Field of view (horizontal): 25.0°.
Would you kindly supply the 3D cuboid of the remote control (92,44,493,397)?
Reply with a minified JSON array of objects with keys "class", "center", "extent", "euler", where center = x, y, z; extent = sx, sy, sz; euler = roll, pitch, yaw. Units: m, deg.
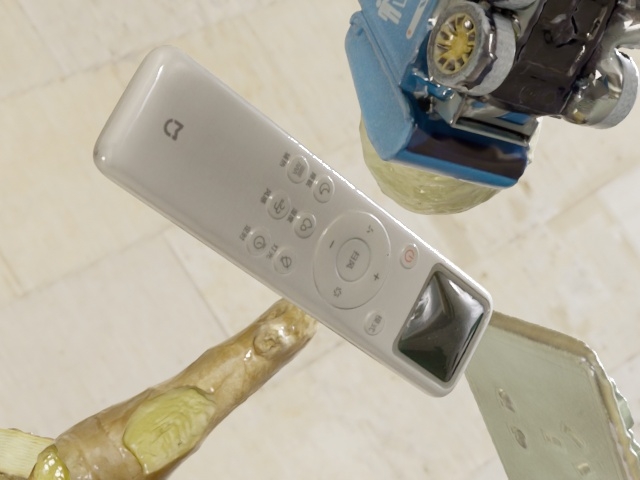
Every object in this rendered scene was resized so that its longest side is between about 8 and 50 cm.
[{"class":"remote control","center":[0.000,0.000,0.704],"extent":[0.029,0.261,0.067],"euler":[16,74,50]}]

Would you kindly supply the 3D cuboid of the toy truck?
[{"class":"toy truck","center":[0.150,-0.209,0.952],"extent":[0.146,0.175,0.367],"euler":[12,-66,-36]}]

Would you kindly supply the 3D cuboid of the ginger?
[{"class":"ginger","center":[-0.112,0.139,1.189],"extent":[0.294,0.086,0.131],"euler":[-36,-17,-1]}]

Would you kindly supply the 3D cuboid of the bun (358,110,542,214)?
[{"class":"bun","center":[0.151,-0.124,1.545],"extent":[0.244,0.153,0.244],"euler":[-34,-41,-37]}]

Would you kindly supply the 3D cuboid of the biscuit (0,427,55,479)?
[{"class":"biscuit","center":[-0.351,0.186,1.327],"extent":[0.172,0.255,0.029],"euler":[-150,76,-83]}]

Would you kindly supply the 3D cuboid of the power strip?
[{"class":"power strip","center":[0.199,0.138,1.146],"extent":[0.064,0.198,0.213],"euler":[-29,22,-21]}]
